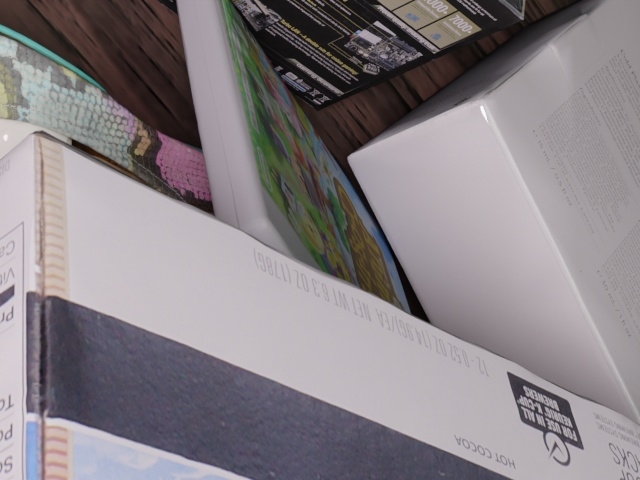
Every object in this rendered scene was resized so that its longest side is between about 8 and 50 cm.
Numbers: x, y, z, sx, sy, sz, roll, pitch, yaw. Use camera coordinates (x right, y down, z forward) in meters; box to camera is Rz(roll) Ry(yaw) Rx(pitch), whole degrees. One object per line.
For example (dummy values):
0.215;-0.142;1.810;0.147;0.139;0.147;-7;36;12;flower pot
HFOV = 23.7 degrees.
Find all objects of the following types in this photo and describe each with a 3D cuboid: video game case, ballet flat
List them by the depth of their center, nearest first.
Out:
-0.105;-0.026;0.660;0.221;0.077;0.079;29;57;-42;ballet flat
0.000;0.000;0.692;0.193;0.023;0.212;55;11;-35;video game case

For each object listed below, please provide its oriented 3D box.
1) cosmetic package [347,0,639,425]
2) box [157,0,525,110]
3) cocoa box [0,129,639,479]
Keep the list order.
0.192;0.057;0.906;0.284;0.097;0.377;-37;103;-53;cosmetic package
-0.008;-0.159;0.757;0.180;0.147;0.077;31;55;-35;box
-0.026;0.170;0.512;0.347;0.231;0.228;28;40;-38;cocoa box
